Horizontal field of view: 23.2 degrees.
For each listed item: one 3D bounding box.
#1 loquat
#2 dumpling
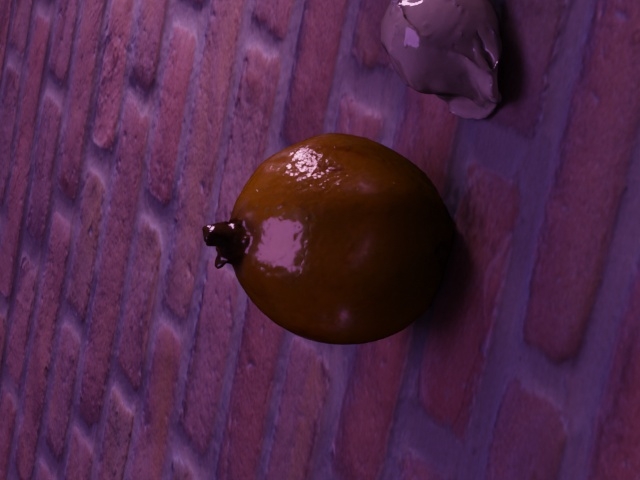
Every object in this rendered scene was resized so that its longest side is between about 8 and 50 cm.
[{"bbox_3d":[0.000,0.000,1.501,0.213,0.246,0.213,180,90,-66],"label":"loquat"},{"bbox_3d":[0.111,-0.181,1.473,0.188,0.108,0.127,53,158,30],"label":"dumpling"}]
